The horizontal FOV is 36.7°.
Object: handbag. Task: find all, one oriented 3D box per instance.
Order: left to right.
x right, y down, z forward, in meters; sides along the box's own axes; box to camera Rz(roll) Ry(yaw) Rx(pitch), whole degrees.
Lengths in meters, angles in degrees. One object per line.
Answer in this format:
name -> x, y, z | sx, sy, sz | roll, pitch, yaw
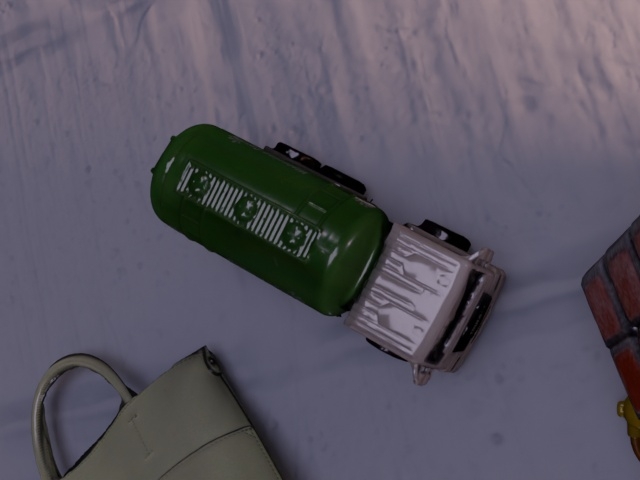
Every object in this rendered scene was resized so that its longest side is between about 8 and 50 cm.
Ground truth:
handbag -> -0.124, 0.219, 0.728 | 0.241, 0.109, 0.315 | -45, 57, 9

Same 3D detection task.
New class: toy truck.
toy truck -> 0.000, 0.000, 0.669 | 0.242, 0.125, 0.101 | 28, 93, 21

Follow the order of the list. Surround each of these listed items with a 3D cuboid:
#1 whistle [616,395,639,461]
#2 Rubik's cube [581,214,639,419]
whistle -> 0.246, 0.118, 0.610 | 0.109, 0.057, 0.046 | -6, 36, 29
Rubik's cube -> 0.298, 0.059, 0.453 | 0.236, 0.237, 0.238 | -15, 75, -7
